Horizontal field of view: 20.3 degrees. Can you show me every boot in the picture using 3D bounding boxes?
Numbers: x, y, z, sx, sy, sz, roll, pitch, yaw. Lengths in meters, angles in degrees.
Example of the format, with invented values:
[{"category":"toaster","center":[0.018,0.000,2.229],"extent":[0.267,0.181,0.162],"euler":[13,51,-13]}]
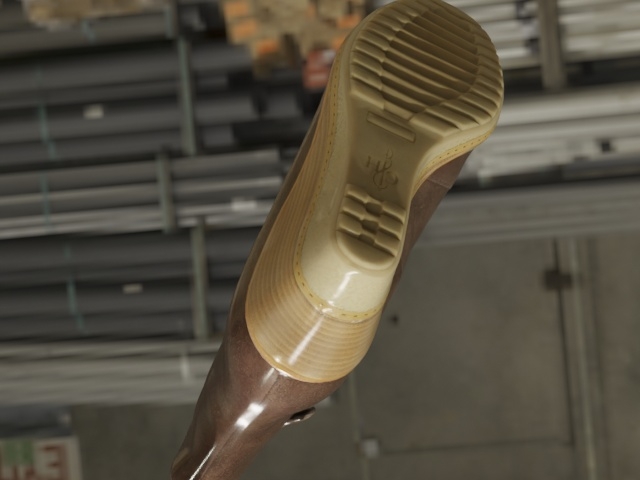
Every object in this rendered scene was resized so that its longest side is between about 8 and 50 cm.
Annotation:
[{"category":"boot","center":[0.000,0.000,0.944],"extent":[0.207,0.090,0.248],"euler":[-54,-173,43]}]
